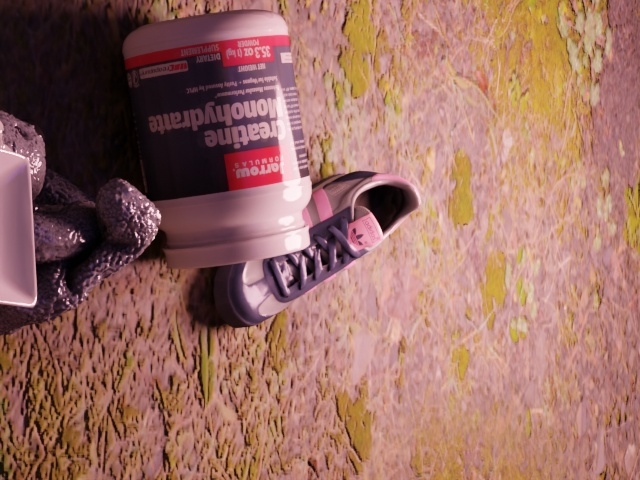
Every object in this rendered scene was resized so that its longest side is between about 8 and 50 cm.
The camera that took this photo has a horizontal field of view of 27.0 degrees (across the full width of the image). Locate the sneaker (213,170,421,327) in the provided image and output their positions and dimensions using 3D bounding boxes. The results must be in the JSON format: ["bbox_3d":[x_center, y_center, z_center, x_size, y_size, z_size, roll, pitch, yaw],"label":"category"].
[{"bbox_3d":[0.000,0.000,1.667,0.319,0.131,0.112,-42,117,-38],"label":"sneaker"}]

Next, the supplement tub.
[{"bbox_3d":[-0.113,-0.116,1.518,0.191,0.191,0.272,-14,97,-45],"label":"supplement tub"}]

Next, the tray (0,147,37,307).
[{"bbox_3d":[-0.342,-0.022,1.114,0.270,0.030,0.145,13,67,-58],"label":"tray"}]

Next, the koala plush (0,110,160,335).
[{"bbox_3d":[-0.315,-0.043,1.320,0.203,0.196,0.221,-46,123,-25],"label":"koala plush"}]
